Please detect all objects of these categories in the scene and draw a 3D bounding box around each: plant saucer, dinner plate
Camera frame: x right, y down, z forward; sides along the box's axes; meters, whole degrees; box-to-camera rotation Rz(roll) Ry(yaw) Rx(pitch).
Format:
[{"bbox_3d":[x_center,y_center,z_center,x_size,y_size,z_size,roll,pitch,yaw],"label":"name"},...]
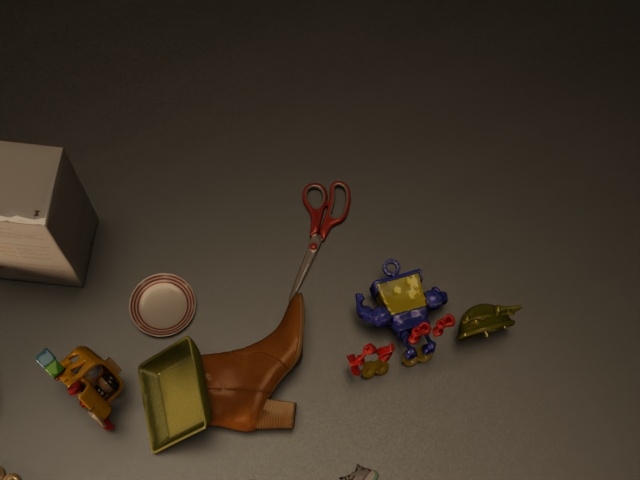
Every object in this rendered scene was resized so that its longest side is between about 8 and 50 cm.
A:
[{"bbox_3d":[-0.282,0.308,1.905,0.045,0.188,0.188,8,60,-44],"label":"plant saucer"},{"bbox_3d":[-0.335,0.138,2.032,0.141,0.017,0.141,0,69,0],"label":"dinner plate"}]

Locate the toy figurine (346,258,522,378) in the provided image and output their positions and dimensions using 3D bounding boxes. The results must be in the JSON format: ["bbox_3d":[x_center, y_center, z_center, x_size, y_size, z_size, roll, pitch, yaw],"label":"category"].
[{"bbox_3d":[0.203,0.118,1.968,0.362,0.191,0.217,-16,65,-9],"label":"toy figurine"}]

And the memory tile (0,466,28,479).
[{"bbox_3d":[-0.633,0.525,1.873,0.113,0.012,0.148,23,69,8],"label":"memory tile"}]

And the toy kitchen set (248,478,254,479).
[{"bbox_3d":[-0.168,0.498,1.864,0.075,0.068,0.083,18,69,6],"label":"toy kitchen set"}]

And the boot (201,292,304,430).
[{"bbox_3d":[-0.143,0.238,1.950,0.211,0.104,0.295,6,72,1],"label":"boot"}]

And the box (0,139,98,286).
[{"bbox_3d":[-0.598,-0.049,1.925,0.215,0.345,0.168,6,68,1],"label":"box"}]

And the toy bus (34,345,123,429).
[{"bbox_3d":[-0.442,0.277,1.880,0.202,0.191,0.104,40,73,14],"label":"toy bus"}]

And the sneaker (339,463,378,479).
[{"bbox_3d":[0.066,0.490,1.892,0.069,0.038,0.098,23,60,10],"label":"sneaker"}]

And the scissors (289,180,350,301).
[{"bbox_3d":[0.000,0.000,2.092,0.109,0.021,0.297,8,67,0],"label":"scissors"}]
